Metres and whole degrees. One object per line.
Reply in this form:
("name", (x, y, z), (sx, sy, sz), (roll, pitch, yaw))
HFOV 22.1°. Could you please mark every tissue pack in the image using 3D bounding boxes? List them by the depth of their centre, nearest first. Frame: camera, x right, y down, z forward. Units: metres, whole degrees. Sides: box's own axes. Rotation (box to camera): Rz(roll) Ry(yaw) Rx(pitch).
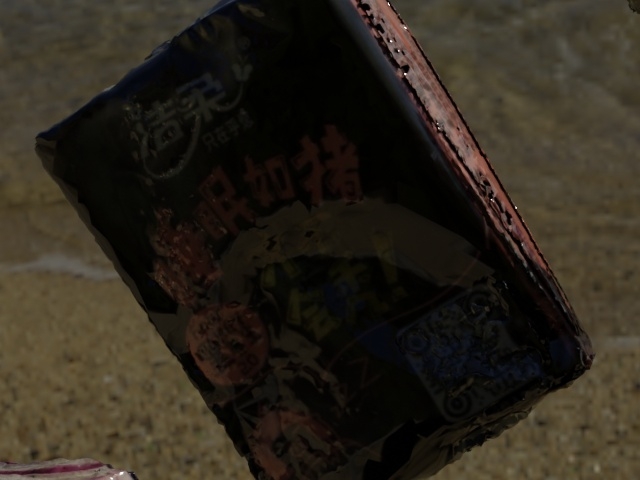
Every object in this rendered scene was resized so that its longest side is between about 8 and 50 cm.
("tissue pack", (0.000, 0.000, 1.064), (0.245, 0.332, 0.123), (-32, 5, 11))

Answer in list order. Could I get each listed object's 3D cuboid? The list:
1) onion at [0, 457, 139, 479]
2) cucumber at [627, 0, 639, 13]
("onion", (-0.321, 0.355, 1.663), (0.314, 0.280, 0.146), (0, 3, 14))
("cucumber", (0.265, -0.240, 1.331), (0.036, 0.184, 0.033), (3, 70, 3))
